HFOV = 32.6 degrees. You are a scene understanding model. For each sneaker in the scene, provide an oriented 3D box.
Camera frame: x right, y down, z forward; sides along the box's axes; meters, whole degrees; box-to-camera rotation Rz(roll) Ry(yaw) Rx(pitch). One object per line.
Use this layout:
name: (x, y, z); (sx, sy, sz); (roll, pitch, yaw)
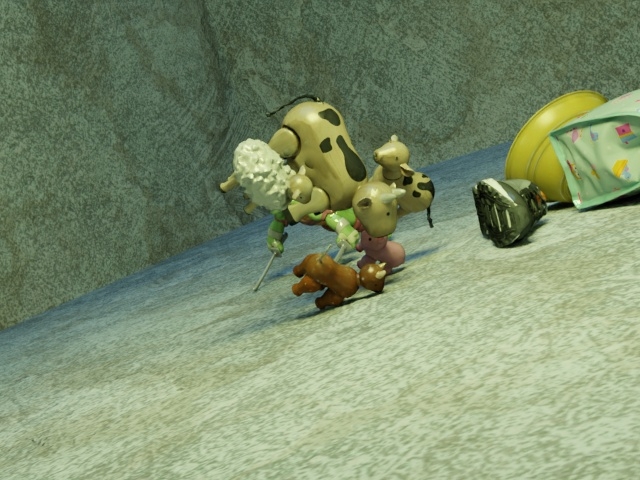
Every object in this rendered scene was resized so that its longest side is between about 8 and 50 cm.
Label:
sneaker: (0.295, -0.055, 1.666); (0.108, 0.100, 0.271); (-13, 6, 5)

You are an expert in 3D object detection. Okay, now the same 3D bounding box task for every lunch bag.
lunch bag: (0.510, -0.154, 1.613); (0.223, 0.160, 0.262); (-20, 0, -24)

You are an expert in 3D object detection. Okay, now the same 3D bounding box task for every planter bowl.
planter bowl: (0.416, -0.128, 1.786); (0.217, 0.217, 0.090); (-20, 46, -18)

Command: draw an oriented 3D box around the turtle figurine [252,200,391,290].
turtle figurine: (0.000, 0.000, 2.100); (0.266, 0.275, 0.198); (3, -34, -41)

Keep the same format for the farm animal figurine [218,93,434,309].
farm animal figurine: (0.048, -0.078, 1.613); (0.172, 0.327, 0.330); (-30, 15, 36)

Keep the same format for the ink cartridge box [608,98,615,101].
ink cartridge box: (0.712, -0.271, 2.359); (0.181, 0.061, 0.104); (-15, -38, 27)
